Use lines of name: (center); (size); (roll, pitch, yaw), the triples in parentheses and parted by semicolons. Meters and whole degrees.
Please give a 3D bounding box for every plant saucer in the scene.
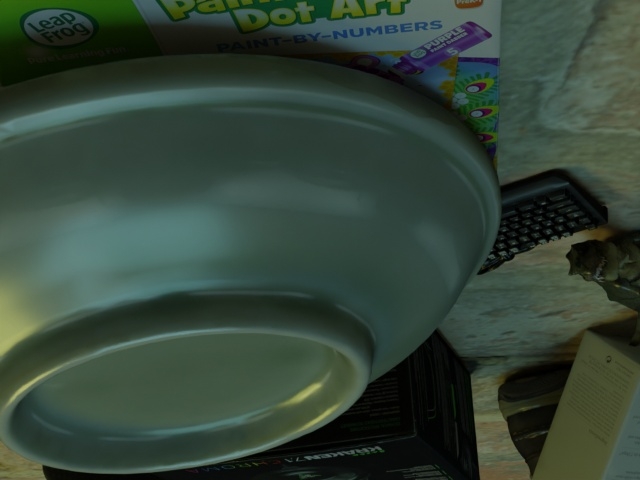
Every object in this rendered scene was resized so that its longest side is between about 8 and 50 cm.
plant saucer: (-0.082, 0.052, 0.676); (0.400, 0.100, 0.400); (-10, 153, -5)

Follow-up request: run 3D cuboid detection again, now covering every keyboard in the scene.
keyboard: (0.121, 0.001, 0.871); (0.180, 0.023, 0.108); (-18, 152, 31)

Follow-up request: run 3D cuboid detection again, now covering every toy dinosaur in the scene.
toy dinosaur: (0.276, 0.036, 0.929); (0.118, 0.064, 0.268); (-7, 159, 24)

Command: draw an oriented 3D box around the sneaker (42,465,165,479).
sneaker: (-0.170, 0.266, 1.341); (0.270, 0.090, 0.145); (-6, 153, 0)

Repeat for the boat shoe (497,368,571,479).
boat shoe: (0.308, 0.243, 1.301); (0.132, 0.130, 0.355); (-21, 150, 35)

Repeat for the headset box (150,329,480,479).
headset box: (0.002, 0.166, 1.091); (0.246, 0.131, 0.283); (-10, 156, 15)

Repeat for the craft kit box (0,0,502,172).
craft kit box: (-0.030, -0.089, 0.616); (0.250, 0.061, 0.247); (-6, 153, 6)

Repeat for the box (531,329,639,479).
box: (0.296, 0.184, 1.105); (0.130, 0.170, 0.091); (11, -165, -27)
